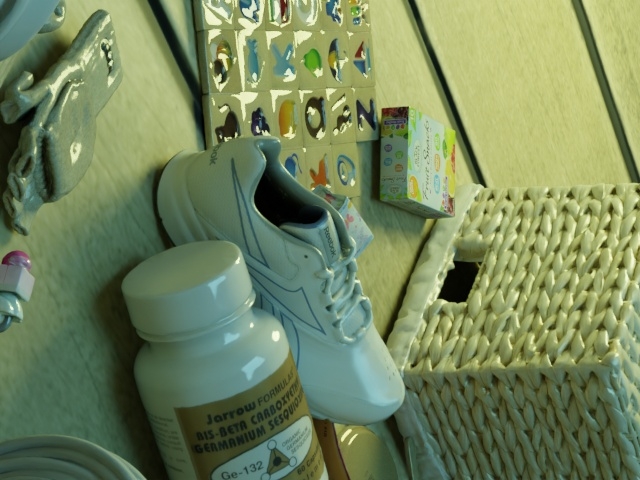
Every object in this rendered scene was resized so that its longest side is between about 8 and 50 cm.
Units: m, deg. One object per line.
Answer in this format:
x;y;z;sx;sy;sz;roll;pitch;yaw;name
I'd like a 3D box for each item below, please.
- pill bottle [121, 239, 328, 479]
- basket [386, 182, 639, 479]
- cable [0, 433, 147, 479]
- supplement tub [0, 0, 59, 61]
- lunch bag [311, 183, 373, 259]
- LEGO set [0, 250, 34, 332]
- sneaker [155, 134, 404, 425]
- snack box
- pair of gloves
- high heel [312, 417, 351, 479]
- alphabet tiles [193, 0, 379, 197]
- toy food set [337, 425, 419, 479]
-0.083;0.123;1.546;0.131;0.131;0.229;-48;128;-53;pill bottle
0.265;0.151;2.054;0.331;0.266;0.328;67;33;-34;basket
-0.188;0.258;1.200;0.257;0.257;0.089;-50;144;-7;cable
-0.312;-0.197;0.978;0.331;0.241;0.241;-2;89;-50;supplement tub
0.000;0.000;1.797;0.083;0.053;0.071;-54;139;-14;lunch bag
-0.278;-0.033;1.202;0.287;0.132;0.107;77;15;-66;LEGO set
-0.018;0.038;1.600;0.297;0.129;0.111;52;46;-15;sneaker
0.106;-0.082;2.013;0.141;0.037;0.100;19;69;-64;snack box
-0.212;-0.146;1.395;0.240;0.042;0.204;80;19;-47;pair of gloves
0.024;0.209;1.679;0.127;0.181;0.377;-3;90;-61;high heel
-0.027;-0.175;1.813;0.342;0.011;0.285;-12;98;-62;alphabet tiles
0.036;0.250;1.861;0.192;0.038;0.132;15;66;-55;toy food set
